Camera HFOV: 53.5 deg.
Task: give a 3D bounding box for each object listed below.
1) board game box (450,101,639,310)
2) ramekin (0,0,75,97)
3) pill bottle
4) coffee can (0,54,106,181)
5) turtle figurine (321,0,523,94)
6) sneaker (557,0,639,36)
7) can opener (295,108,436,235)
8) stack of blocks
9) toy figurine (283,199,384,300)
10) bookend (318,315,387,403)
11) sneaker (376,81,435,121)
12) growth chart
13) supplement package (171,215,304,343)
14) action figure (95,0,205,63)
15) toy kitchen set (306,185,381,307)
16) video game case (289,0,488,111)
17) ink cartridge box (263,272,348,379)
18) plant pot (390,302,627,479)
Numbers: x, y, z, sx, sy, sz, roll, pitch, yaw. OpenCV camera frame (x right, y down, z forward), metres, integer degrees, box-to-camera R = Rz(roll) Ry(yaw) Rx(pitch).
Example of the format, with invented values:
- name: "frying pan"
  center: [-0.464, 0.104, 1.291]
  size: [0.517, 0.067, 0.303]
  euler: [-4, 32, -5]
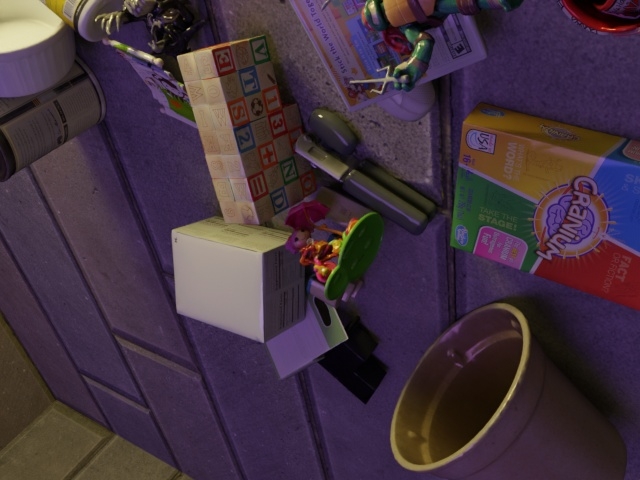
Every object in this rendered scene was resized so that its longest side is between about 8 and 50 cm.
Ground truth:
- name: "board game box"
  center: [0.356, -0.048, 0.926]
  size: [0.317, 0.064, 0.242]
  euler: [20, 137, 26]
- name: "ramekin"
  center: [-0.634, -0.418, 1.282]
  size: [0.277, 0.277, 0.135]
  euler: [32, 148, 13]
- name: "pill bottle"
  center: [-0.478, -0.485, 1.198]
  size: [0.208, 0.119, 0.119]
  euler: [41, 142, 4]
- name: "coffee can"
  center: [-0.650, -0.284, 1.407]
  size: [0.202, 0.275, 0.201]
  euler: [23, 138, 23]
- name: "turtle figurine"
  center: [0.105, -0.278, 0.727]
  size: [0.234, 0.118, 0.175]
  euler: [-12, 120, 45]
- name: "sneaker"
  center: [0.379, -0.242, 0.659]
  size: [0.270, 0.145, 0.090]
  euler: [29, 140, 17]
- name: "can opener"
  center: [0.077, -0.115, 1.098]
  size: [0.280, 0.074, 0.093]
  euler: [38, 141, 7]
- name: "stack of blocks"
  center: [-0.119, -0.196, 1.111]
  size: [0.087, 0.171, 0.297]
  euler: [4, 116, 39]
- name: "toy figurine"
  center: [0.000, 0.000, 1.122]
  size: [0.159, 0.173, 0.130]
  euler: [27, 165, 29]
- name: "bookend"
  center: [0.093, 0.274, 1.448]
  size: [0.156, 0.072, 0.157]
  euler: [41, 142, 4]
- name: "sneaker"
  center: [0.104, -0.310, 0.866]
  size: [0.169, 0.108, 0.292]
  euler: [-19, 110, 52]
- name: "growth chart"
  center: [-0.301, -0.294, 1.239]
  size: [0.172, 0.021, 0.237]
  euler: [25, 163, 28]
- name: "supplement package"
  center: [-0.180, 0.078, 1.396]
  size: [0.262, 0.145, 0.203]
  euler: [13, 112, 33]
- name: "action figure"
  center: [-0.313, -0.412, 1.110]
  size: [0.164, 0.141, 0.275]
  euler: [-13, 113, 45]
- name: "toy kitchen set"
  center: [0.039, 0.009, 1.260]
  size: [0.122, 0.166, 0.207]
  euler: [29, 103, 17]
- name: "video game case"
  center: [0.077, -0.299, 0.817]
  size: [0.206, 0.026, 0.227]
  euler: [-17, 120, 29]
- name: "ink cartridge box"
  center: [-0.039, 0.194, 1.449]
  size: [0.235, 0.056, 0.171]
  euler: [-35, 70, 31]
- name: "plant pot"
  center: [0.348, 0.332, 1.121]
  size: [0.305, 0.333, 0.334]
  euler: [37, 143, -11]
